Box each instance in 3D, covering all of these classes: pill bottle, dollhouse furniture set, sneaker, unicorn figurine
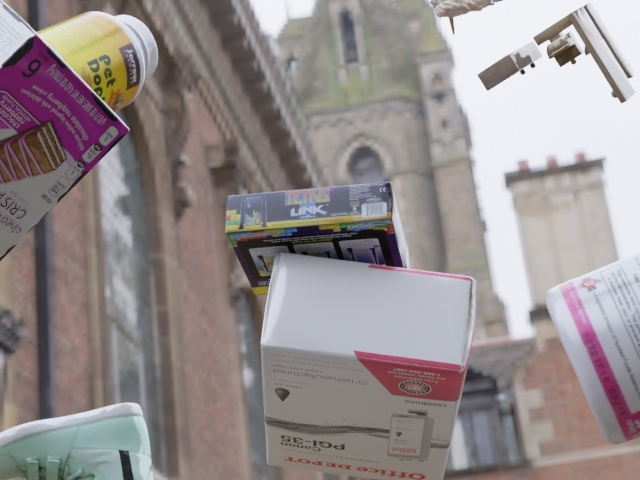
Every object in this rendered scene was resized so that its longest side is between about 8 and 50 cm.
[{"bbox_3d":[-0.278,-0.186,1.585,0.117,0.117,0.215,-28,6,39],"label":"pill bottle"},{"bbox_3d":[0.367,0.066,1.310,0.283,0.160,0.160,-24,-27,9],"label":"pill bottle"},{"bbox_3d":[0.299,-0.200,1.758,0.151,0.123,0.144,-32,1,29],"label":"dollhouse furniture set"},{"bbox_3d":[-0.346,0.319,1.894,0.256,0.151,0.094,-15,-25,-11],"label":"sneaker"},{"bbox_3d":[0.162,-0.273,1.558,0.111,0.060,0.162,-21,1,24],"label":"unicorn figurine"}]

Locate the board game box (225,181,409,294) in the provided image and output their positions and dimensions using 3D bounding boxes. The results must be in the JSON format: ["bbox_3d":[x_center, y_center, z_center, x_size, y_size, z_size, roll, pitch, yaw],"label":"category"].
[{"bbox_3d":[0.000,0.000,1.465,0.170,0.048,0.141,-4,-29,8],"label":"board game box"}]

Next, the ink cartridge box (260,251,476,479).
[{"bbox_3d":[0.048,0.145,1.503,0.207,0.117,0.283,7,-34,4],"label":"ink cartridge box"}]

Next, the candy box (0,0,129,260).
[{"bbox_3d":[-0.293,-0.065,1.183,0.233,0.071,0.159,-46,-35,-3],"label":"candy box"}]
